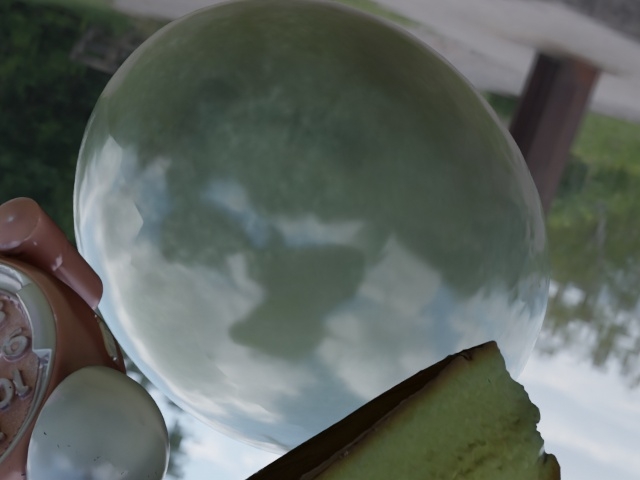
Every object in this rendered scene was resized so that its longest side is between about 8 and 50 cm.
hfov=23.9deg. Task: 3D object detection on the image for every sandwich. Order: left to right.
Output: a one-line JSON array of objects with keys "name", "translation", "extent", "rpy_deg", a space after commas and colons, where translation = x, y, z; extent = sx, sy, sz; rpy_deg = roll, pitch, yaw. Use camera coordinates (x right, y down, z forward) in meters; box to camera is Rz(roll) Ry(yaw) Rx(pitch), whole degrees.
[{"name": "sandwich", "translation": [-0.002, 0.138, 0.629], "extent": [0.258, 0.094, 0.096], "rpy_deg": [-28, 173, -39]}]

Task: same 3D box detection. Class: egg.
[{"name": "egg", "translation": [0.000, 0.000, 0.895], "extent": [0.258, 0.258, 0.352], "rpy_deg": [21, 170, 38]}]

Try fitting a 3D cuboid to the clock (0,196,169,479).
[{"name": "clock", "translation": [-0.147, 0.085, 0.643], "extent": [0.093, 0.166, 0.162], "rpy_deg": [58, -175, -44]}]
